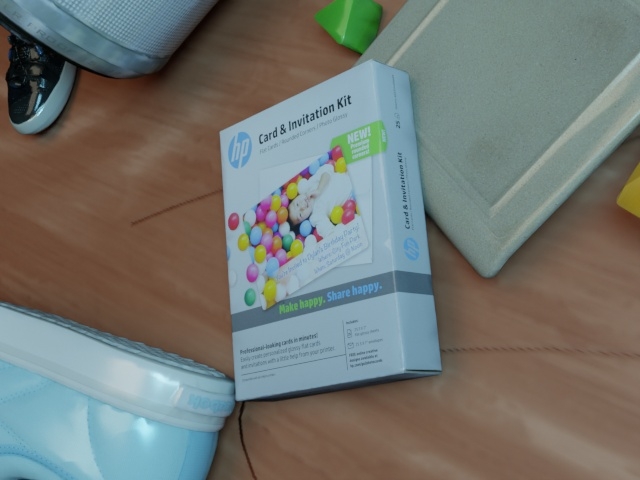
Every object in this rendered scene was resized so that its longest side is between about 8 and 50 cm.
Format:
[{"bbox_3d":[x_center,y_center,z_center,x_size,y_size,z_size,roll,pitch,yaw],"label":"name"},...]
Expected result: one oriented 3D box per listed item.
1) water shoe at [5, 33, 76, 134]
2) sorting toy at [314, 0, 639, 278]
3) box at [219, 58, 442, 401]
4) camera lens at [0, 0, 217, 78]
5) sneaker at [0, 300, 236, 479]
[{"bbox_3d":[-0.262,-0.197,0.819,0.073,0.080,0.203,1,77,37],"label":"water shoe"},{"bbox_3d":[0.116,-0.100,0.539,0.196,0.047,0.347,-51,51,20],"label":"sorting toy"},{"bbox_3d":[0.000,0.000,0.572,0.145,0.038,0.186,-17,71,43],"label":"box"},{"bbox_3d":[-0.136,-0.273,0.663,0.274,0.219,0.219,-45,55,16],"label":"camera lens"},{"bbox_3d":[-0.231,0.122,0.666,0.366,0.135,0.150,10,79,38],"label":"sneaker"}]
